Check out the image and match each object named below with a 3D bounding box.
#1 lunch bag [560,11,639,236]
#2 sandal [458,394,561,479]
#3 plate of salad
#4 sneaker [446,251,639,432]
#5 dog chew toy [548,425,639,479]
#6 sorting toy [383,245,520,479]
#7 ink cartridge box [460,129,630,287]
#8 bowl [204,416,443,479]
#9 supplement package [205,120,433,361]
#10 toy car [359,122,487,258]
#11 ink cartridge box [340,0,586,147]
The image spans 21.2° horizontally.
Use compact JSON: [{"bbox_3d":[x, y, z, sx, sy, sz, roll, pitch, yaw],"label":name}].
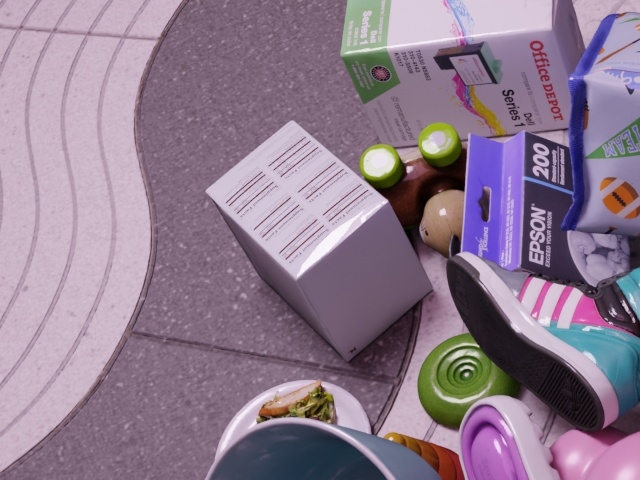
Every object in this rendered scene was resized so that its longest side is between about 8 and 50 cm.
[{"bbox_3d":[0.463,-0.137,1.951,0.328,0.239,0.385,8,27,13],"label":"lunch bag"},{"bbox_3d":[0.204,0.346,1.722,0.102,0.169,0.416,1,46,-25],"label":"sandal"},{"bbox_3d":[-0.037,0.247,2.032,0.200,0.048,0.200,-11,51,14],"label":"plate of salad"},{"bbox_3d":[0.282,0.077,1.874,0.178,0.124,0.295,-24,42,-21],"label":"sneaker"},{"bbox_3d":[0.358,0.286,1.743,0.332,0.206,0.206,22,65,45],"label":"dog chew toy"},{"bbox_3d":[0.148,0.155,1.973,0.127,0.126,0.365,11,60,30],"label":"sorting toy"},{"bbox_3d":[0.272,-0.029,2.036,0.208,0.045,0.206,17,53,-14],"label":"ink cartridge box"},{"bbox_3d":[0.031,0.328,1.816,0.311,0.163,0.311,5,98,37],"label":"bowl"},{"bbox_3d":[0.000,0.000,2.108,0.149,0.194,0.203,-40,50,-9],"label":"supplement package"},{"bbox_3d":[0.144,-0.021,2.104,0.149,0.155,0.188,-20,62,8],"label":"toy car"},{"bbox_3d":[0.190,-0.234,2.201,0.278,0.201,0.117,-5,54,19],"label":"ink cartridge box"}]
